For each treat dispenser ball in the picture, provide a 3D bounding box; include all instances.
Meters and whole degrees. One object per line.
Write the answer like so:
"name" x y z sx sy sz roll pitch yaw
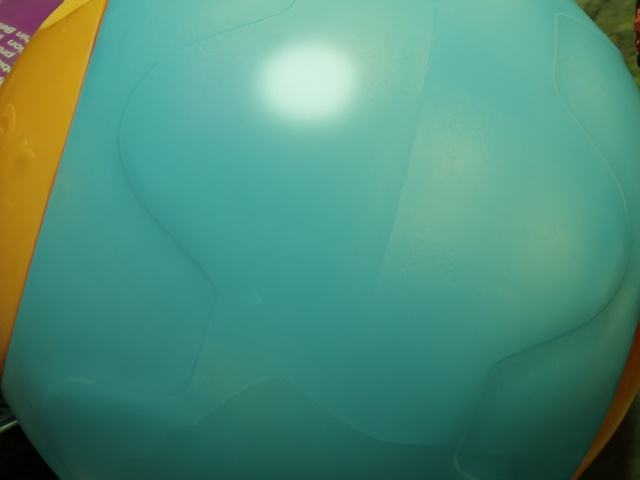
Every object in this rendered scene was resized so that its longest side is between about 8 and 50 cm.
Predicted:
"treat dispenser ball" 0.000 0.000 0.642 0.288 0.288 0.288 -18 33 13

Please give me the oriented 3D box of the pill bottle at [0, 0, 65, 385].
"pill bottle" -0.179 -0.021 0.784 0.169 0.169 0.301 2 32 37

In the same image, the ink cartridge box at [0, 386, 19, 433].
"ink cartridge box" -0.296 0.100 0.875 0.324 0.071 0.330 -26 31 -18

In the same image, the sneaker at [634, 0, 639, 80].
"sneaker" 0.265 -0.078 0.769 0.125 0.104 0.262 -20 33 -22
